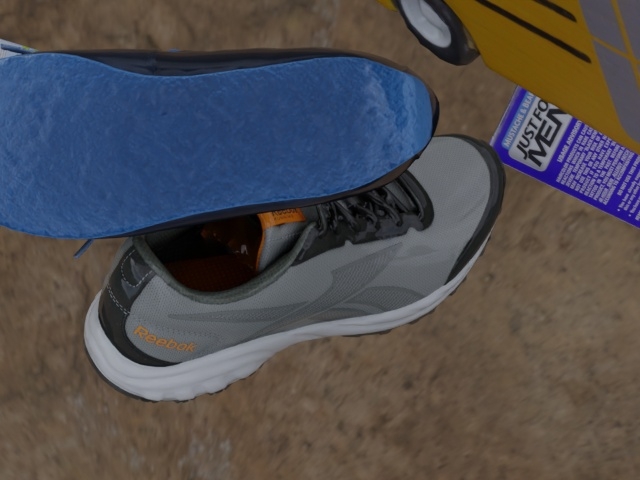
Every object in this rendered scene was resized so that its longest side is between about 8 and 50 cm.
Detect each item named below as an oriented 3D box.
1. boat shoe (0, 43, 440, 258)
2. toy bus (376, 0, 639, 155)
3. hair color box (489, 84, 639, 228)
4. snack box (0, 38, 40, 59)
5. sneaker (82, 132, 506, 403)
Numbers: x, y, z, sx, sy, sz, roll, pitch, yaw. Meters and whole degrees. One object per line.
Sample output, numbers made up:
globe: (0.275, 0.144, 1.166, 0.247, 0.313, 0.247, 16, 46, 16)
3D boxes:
boat shoe: (-0.068, -0.043, 0.750, 0.258, 0.089, 0.109, 5, 98, 17)
toy bus: (0.103, -0.117, 0.551, 0.108, 0.130, 0.332, -42, 46, -11)
hair color box: (0.332, -0.079, 1.348, 0.339, 0.110, 0.185, 27, 35, 4)
snack box: (-0.235, -0.086, 0.941, 0.100, 0.141, 0.037, 17, 65, -16)
sneaker: (0.000, 0.000, 0.855, 0.271, 0.108, 0.100, -24, 63, -29)
